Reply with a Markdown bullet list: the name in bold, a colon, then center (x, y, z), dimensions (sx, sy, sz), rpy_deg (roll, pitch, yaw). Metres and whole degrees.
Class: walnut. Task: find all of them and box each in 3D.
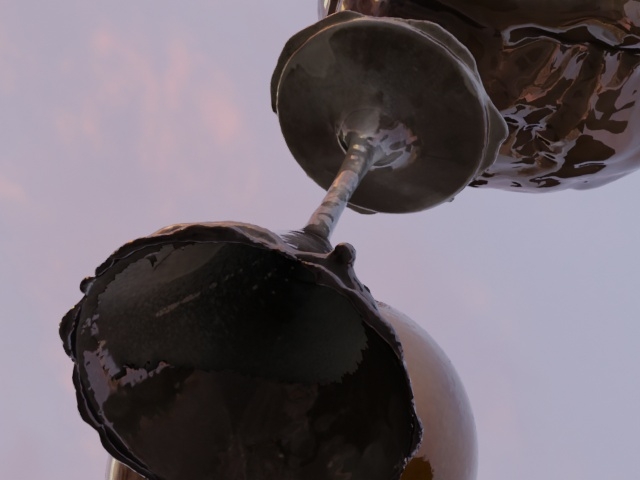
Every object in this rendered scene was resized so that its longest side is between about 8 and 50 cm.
- **walnut**: center (0.117, -0.148, 0.830), dimensions (0.248, 0.248, 0.248), rpy_deg (9, -77, 47)

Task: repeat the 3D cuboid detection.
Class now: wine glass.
- **wine glass**: center (0.000, 0.000, 0.523), dimensions (0.122, 0.183, 0.122), rpy_deg (10, -56, 15)

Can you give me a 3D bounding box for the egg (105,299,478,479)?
- **egg**: center (-0.024, 0.183, 1.193), dimensions (0.282, 0.283, 0.351), rpy_deg (61, -37, 22)
